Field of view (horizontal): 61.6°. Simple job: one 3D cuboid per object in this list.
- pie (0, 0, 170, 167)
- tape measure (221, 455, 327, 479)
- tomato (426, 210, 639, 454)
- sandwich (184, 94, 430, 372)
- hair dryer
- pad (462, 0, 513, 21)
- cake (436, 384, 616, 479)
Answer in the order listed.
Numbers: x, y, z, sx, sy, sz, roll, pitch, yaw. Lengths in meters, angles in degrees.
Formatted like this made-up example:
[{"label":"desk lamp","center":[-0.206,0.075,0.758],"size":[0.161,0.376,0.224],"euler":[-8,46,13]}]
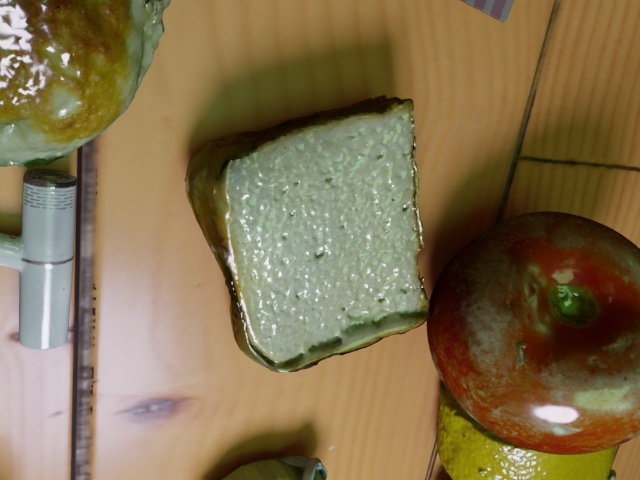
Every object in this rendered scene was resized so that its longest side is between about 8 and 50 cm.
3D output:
[{"label":"pie","center":[-0.229,-0.159,0.334],"size":[0.257,0.105,0.274],"euler":[-46,146,-1]},{"label":"tape measure","center":[-0.066,0.355,0.647],"size":[0.175,0.106,0.199],"euler":[5,106,-32]},{"label":"tomato","center":[0.258,0.110,0.632],"size":[0.270,0.270,0.222],"euler":[-30,154,-13]},{"label":"sandwich","center":[0.000,0.000,0.546],"size":[0.226,0.087,0.251],"euler":[-21,116,-20]},{"label":"hair dryer","center":[-0.300,0.014,0.435],"size":[0.183,0.044,0.154],"euler":[3,108,-22]},{"label":"pad","center":[0.109,-0.356,0.503],"size":[0.300,0.005,0.202],"euler":[11,105,-30]},{"label":"cake","center":[0.299,0.266,0.751],"size":[0.261,0.179,0.156],"euler":[-11,116,-22]}]
